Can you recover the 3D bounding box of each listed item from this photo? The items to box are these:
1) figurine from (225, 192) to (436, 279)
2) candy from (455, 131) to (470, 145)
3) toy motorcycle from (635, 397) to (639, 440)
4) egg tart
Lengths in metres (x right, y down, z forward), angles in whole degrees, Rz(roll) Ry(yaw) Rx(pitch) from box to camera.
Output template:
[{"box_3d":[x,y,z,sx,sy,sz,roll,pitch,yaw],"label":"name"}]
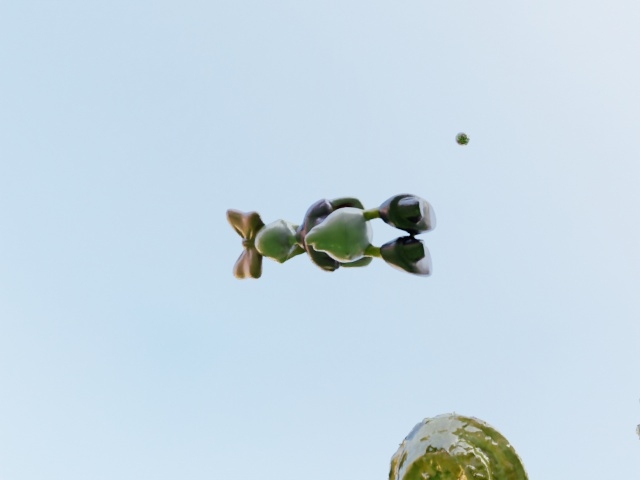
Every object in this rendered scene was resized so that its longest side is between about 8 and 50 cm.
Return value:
[{"box_3d":[0.007,-0.001,1.080,0.420,0.193,0.154,-2,-86,43],"label":"figurine"},{"box_3d":[0.253,-0.178,1.033,0.025,0.083,0.023,2,-78,25],"label":"candy"},{"box_3d":[0.843,0.522,1.447,0.107,0.223,0.341,-9,-102,20],"label":"toy motorcycle"},{"box_3d":[0.235,0.459,1.084,0.290,0.290,0.115,-48,-36,19],"label":"egg tart"}]
